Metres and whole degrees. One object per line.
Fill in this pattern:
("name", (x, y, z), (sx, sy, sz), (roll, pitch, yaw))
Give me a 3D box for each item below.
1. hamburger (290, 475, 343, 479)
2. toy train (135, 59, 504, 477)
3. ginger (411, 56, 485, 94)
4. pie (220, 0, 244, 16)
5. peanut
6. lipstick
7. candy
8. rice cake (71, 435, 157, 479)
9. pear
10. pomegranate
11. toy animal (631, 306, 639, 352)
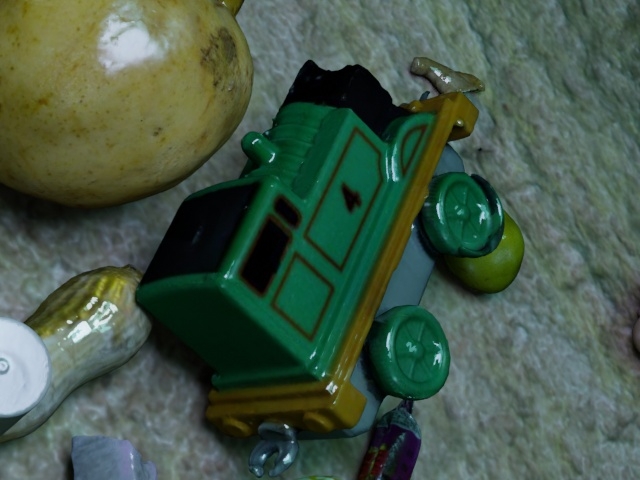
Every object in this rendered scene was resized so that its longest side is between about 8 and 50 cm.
("hamburger", (-0.020, 0.310, 1.103), (0.214, 0.125, 0.235), (-6, 58, -23))
("toy train", (0.000, 0.000, 1.189), (0.249, 0.178, 0.429), (43, 55, -29))
("ginger", (0.142, -0.172, 1.475), (0.097, 0.030, 0.048), (16, 34, -28))
("pie", (-0.191, -0.295, 1.303), (0.273, 0.069, 0.273), (10, 67, -23))
("peanut", (-0.214, 0.091, 1.108), (0.087, 0.087, 0.206), (51, 54, -2))
("lipstick", (-0.265, 0.125, 0.956), (0.070, 0.254, 0.070), (13, 63, -26))
("candy", (0.061, 0.216, 1.247), (0.043, 0.045, 0.175), (45, 53, -32))
("rice cake", (-0.148, 0.322, 1.028), (0.056, 0.072, 0.365), (48, 27, -57))
("pear", (0.167, 0.010, 1.376), (0.092, 0.092, 0.097), (-28, 102, -37))
("pomegranate", (-0.183, -0.141, 1.123), (0.260, 0.260, 0.260), (13, 63, -26))
("toy animal", (0.429, 0.129, 1.455), (0.165, 0.149, 0.248), (-24, 94, -51))
